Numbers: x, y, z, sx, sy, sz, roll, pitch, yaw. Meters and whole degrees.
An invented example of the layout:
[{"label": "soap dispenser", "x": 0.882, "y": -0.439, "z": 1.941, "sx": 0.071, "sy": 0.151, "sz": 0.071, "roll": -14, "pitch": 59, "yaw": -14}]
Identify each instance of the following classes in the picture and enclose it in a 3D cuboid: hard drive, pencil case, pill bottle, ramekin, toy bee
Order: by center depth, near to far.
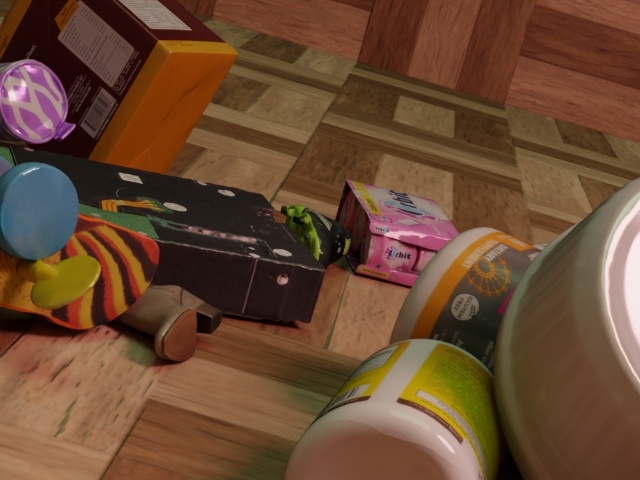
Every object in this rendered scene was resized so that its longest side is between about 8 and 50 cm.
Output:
[{"label": "ramekin", "x": 0.250, "y": 0.072, "z": 0.903, "sx": 0.272, "sy": 0.127, "sz": 0.273, "roll": 5, "pitch": 59, "yaw": -9}, {"label": "pill bottle", "x": 0.057, "y": 0.132, "z": 0.934, "sx": 0.117, "sy": 0.117, "sz": 0.215, "roll": 19, "pitch": 14, "yaw": 11}, {"label": "toy bee", "x": -0.262, "y": 0.006, "z": 1.070, "sx": 0.298, "sy": 0.162, "sz": 0.195, "roll": 31, "pitch": -13, "yaw": -24}, {"label": "pill bottle", "x": 0.199, "y": 0.112, "z": 1.071, "sx": 0.278, "sy": 0.162, "sz": 0.162, "roll": 26, "pitch": 17, "yaw": 28}, {"label": "hard drive", "x": -0.188, "y": -0.013, "z": 1.332, "sx": 0.338, "sy": 0.064, "sz": 0.237, "roll": 11, "pitch": 15, "yaw": -21}, {"label": "pencil case", "x": -0.334, "y": -0.128, "z": 1.466, "sx": 0.206, "sy": 0.088, "sz": 0.086, "roll": -1, "pitch": 40, "yaw": 50}]

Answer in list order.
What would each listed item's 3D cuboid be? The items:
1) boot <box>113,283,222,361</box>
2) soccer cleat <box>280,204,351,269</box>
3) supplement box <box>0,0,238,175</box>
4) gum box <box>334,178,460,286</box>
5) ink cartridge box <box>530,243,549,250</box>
[{"label": "boot", "x": -0.135, "y": 0.062, "z": 1.165, "sx": 0.087, "sy": 0.042, "sz": 0.118, "roll": 14, "pitch": 12, "yaw": 17}, {"label": "soccer cleat", "x": 0.000, "y": 0.000, "z": 1.501, "sx": 0.072, "sy": 0.060, "sz": 0.179, "roll": 15, "pitch": 11, "yaw": -12}, {"label": "supplement box", "x": -0.232, "y": -0.179, "z": 1.557, "sx": 0.194, "sy": 0.191, "sz": 0.129, "roll": 42, "pitch": 23, "yaw": 19}, {"label": "gum box", "x": 0.084, "y": -0.004, "z": 1.596, "sx": 0.107, "sy": 0.062, "sz": 0.188, "roll": 13, "pitch": 14, "yaw": -11}, {"label": "ink cartridge box", "x": 0.249, "y": 0.049, "z": 1.575, "sx": 0.209, "sy": 0.062, "sz": 0.109, "roll": 25, "pitch": 17, "yaw": 33}]
